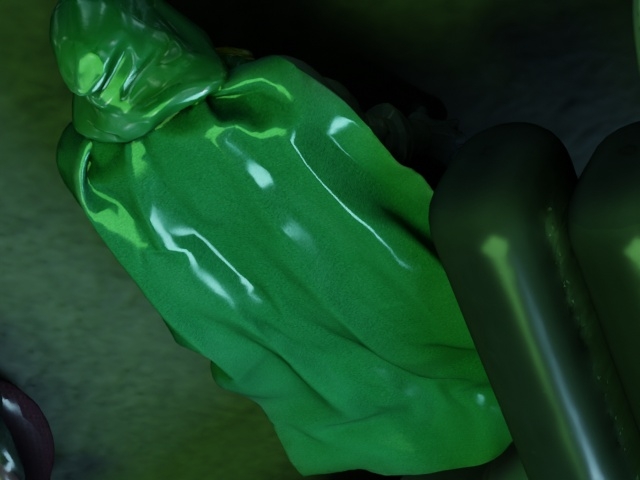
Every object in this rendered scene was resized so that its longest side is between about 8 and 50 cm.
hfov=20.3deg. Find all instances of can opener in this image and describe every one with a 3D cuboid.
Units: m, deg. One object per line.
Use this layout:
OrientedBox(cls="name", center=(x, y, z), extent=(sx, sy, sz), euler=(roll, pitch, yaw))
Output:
OrientedBox(cls="can opener", center=(0.114, 0.072, 0.511), extent=(0.076, 0.095, 0.283), euler=(1, 130, 34))

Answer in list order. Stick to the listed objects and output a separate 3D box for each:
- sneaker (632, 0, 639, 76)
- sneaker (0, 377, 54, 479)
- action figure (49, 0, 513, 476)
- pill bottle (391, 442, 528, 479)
OrientedBox(cls="sneaker", center=(0.109, -0.060, 0.296), extent=(0.103, 0.111, 0.252), euler=(6, 146, 3))
OrientedBox(cls="sneaker", center=(-0.183, 0.079, 0.571), extent=(0.281, 0.106, 0.162), euler=(20, 134, -43))
OrientedBox(cls="action figure", center=(0.000, 0.000, 0.493), extent=(0.137, 0.063, 0.232), euler=(-18, 145, 22))
OrientedBox(cls="pill bottle", center=(0.051, 0.133, 0.638), extent=(0.108, 0.108, 0.180), euler=(21, 137, -28))
